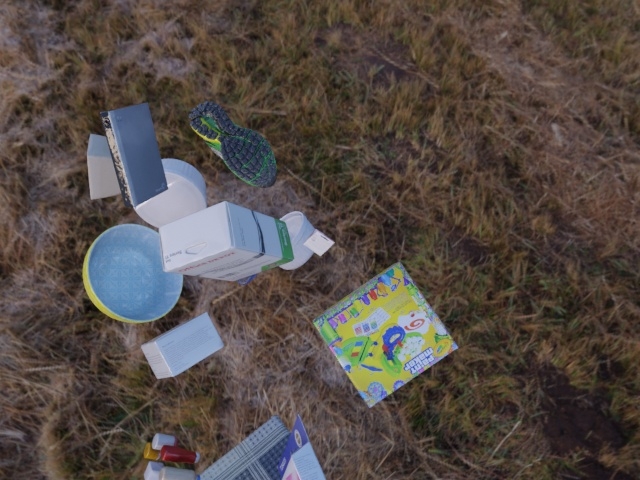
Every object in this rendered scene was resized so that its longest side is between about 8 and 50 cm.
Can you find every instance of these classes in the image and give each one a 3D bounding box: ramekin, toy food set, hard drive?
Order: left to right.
[{"bbox_3d":[-0.268,-0.126,0.785,0.022,0.135,0.094,-2,20,17],"label":"hard drive"},{"bbox_3d":[-0.539,-0.175,1.959,0.272,0.273,0.127,3,43,-3],"label":"ramekin"},{"bbox_3d":[-0.371,0.577,1.368,0.104,0.232,0.111,22,92,-28],"label":"toy food set"},{"bbox_3d":[-0.104,0.008,1.935,0.109,0.207,0.207,43,52,-29],"label":"ramekin"}]

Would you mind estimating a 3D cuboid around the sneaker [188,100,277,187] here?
[{"bbox_3d":[-0.245,-0.280,1.629,0.134,0.146,0.343,-42,69,-4],"label":"sneaker"}]

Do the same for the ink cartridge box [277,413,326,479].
[{"bbox_3d":[-0.047,0.646,1.300,0.071,0.324,0.330,-11,50,-26],"label":"ink cartridge box"}]

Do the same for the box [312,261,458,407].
[{"bbox_3d":[0.174,0.257,1.515,0.289,0.177,0.279,-33,85,-1],"label":"box"}]

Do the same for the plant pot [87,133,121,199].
[{"bbox_3d":[-0.454,-0.162,1.184,0.096,0.109,0.109,-2,35,-18],"label":"plant pot"}]

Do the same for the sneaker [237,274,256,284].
[{"bbox_3d":[-0.224,0.044,1.684,0.083,0.221,0.087,20,22,5],"label":"sneaker"}]

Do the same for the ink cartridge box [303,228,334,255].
[{"bbox_3d":[0.000,0.000,1.531,0.062,0.115,0.029,34,61,-7],"label":"ink cartridge box"}]

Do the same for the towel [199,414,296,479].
[{"bbox_3d":[-0.177,0.712,1.566,0.324,0.056,0.312,-34,43,-18],"label":"towel"}]

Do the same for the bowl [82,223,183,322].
[{"bbox_3d":[-0.568,0.112,1.576,0.289,0.156,0.290,21,58,-39],"label":"bowl"}]

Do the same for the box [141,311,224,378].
[{"bbox_3d":[-0.419,0.319,1.628,0.181,0.181,0.119,-28,91,-34],"label":"box"}]

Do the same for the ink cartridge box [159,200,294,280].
[{"bbox_3d":[-0.167,0.008,0.983,0.152,0.208,0.087,-18,75,21],"label":"ink cartridge box"}]
